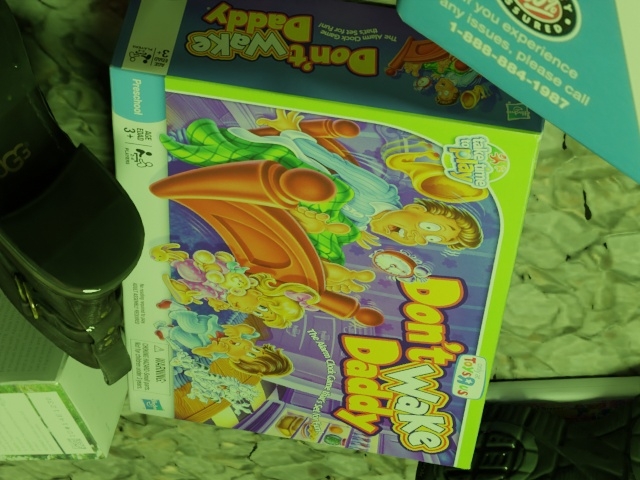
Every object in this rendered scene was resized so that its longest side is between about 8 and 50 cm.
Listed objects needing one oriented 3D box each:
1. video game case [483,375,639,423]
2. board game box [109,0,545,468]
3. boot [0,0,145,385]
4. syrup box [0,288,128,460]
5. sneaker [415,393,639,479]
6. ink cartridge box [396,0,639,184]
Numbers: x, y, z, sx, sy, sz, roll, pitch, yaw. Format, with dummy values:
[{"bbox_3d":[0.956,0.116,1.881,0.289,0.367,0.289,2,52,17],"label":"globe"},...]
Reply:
[{"bbox_3d":[0.166,0.144,1.379,0.157,0.019,0.143,-4,140,21],"label":"video game case"},{"bbox_3d":[0.000,0.000,1.184,0.233,0.078,0.347,9,143,4],"label":"board game box"},{"bbox_3d":[-0.193,-0.036,1.151,0.263,0.091,0.229,55,165,6],"label":"boot"},{"bbox_3d":[-0.259,0.092,1.361,0.237,0.096,0.093,-2,139,19],"label":"syrup box"},{"bbox_3d":[0.212,0.168,1.312,0.286,0.109,0.130,-1,148,32],"label":"sneaker"},{"bbox_3d":[0.221,-0.178,0.733,0.285,0.166,0.395,36,145,13],"label":"ink cartridge box"}]
